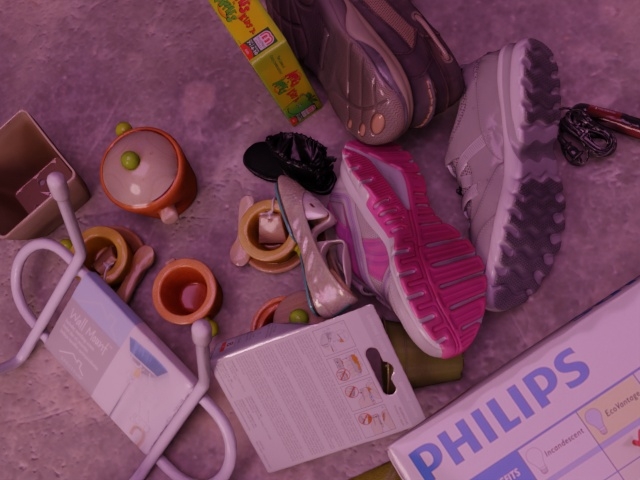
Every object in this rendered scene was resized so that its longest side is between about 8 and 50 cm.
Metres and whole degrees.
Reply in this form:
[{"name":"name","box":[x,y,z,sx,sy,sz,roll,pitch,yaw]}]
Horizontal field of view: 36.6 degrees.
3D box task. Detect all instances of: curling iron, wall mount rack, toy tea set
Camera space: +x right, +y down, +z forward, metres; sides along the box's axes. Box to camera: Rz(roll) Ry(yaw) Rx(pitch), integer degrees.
[{"name":"curling iron","box":[0.374,-0.085,0.996,0.274,0.035,0.068,16,85,16]},{"name":"wall mount rack","box":[-0.218,0.105,0.975,0.350,0.130,0.304,42,118,15]},{"name":"toy tea set","box":[-0.127,0.007,1.030,0.336,0.124,0.200,22,82,16]}]

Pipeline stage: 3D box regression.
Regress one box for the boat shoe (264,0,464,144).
[{"name":"boat shoe","box":[0.037,-0.251,1.069,0.130,0.132,0.355,-15,61,-23]}]

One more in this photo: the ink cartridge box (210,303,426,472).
[{"name":"ink cartridge box","box":[-0.002,0.142,0.968,0.179,0.045,0.145,-21,108,12]}]

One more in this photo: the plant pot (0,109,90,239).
[{"name":"plant pot","box":[-0.327,-0.063,1.103,0.109,0.096,0.109,-41,72,0]}]

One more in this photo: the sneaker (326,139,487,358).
[{"name":"sneaker","box":[0.081,0.019,0.990,0.103,0.111,0.252,-4,53,-27]}]

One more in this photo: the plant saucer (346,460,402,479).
[{"name":"plant saucer","box":[0.031,0.341,0.961,0.188,0.045,0.188,-25,73,5]}]

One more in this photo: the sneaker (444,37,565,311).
[{"name":"sneaker","box":[0.185,-0.065,1.016,0.115,0.105,0.281,-2,79,46]}]

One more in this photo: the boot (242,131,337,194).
[{"name":"boot","box":[-0.038,-0.090,1.048,0.121,0.099,0.045,21,81,15]}]

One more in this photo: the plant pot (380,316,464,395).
[{"name":"plant pot","box":[0.104,0.119,0.988,0.079,0.083,0.083,-1,77,-2]}]

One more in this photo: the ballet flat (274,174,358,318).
[{"name":"ballet flat","box":[0.000,0.000,0.986,0.052,0.057,0.168,-25,66,17]}]

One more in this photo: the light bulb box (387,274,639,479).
[{"name":"light bulb box","box":[0.305,0.228,0.824,0.358,0.225,0.361,-34,77,2]}]

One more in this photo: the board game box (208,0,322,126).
[{"name":"board game box","box":[-0.055,-0.197,1.034,0.043,0.181,0.092,-33,73,2]}]
